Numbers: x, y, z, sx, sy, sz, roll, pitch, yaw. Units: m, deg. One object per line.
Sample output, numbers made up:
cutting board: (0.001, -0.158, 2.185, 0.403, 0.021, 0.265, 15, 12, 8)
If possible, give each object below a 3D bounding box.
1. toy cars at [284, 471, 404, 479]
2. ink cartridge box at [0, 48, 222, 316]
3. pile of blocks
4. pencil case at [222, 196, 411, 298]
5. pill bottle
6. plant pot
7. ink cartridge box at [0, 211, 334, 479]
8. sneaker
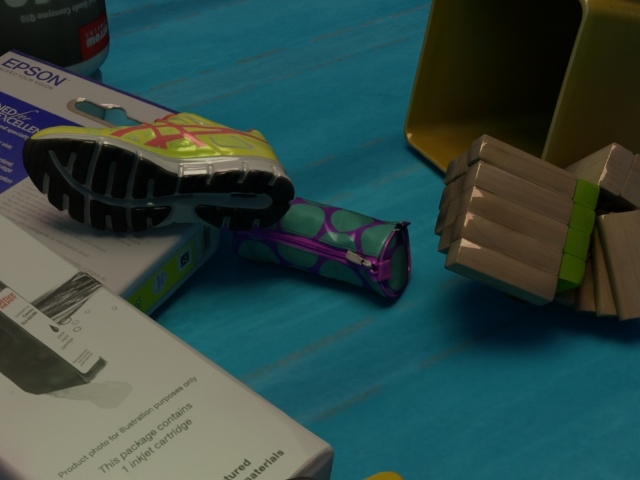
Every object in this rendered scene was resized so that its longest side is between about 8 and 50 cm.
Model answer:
toy cars: (0.042, 0.192, 0.462, 0.394, 0.176, 0.087, 18, 23, -41)
ink cartridge box: (-0.247, -0.030, 0.924, 0.304, 0.072, 0.307, 23, 41, 21)
pile of blocks: (0.246, -0.004, 0.900, 0.362, 0.149, 0.112, -4, -11, -20)
pencil case: (0.000, 0.000, 0.915, 0.152, 0.064, 0.070, 14, 12, 23)
pill bottle: (-0.301, -0.251, 1.118, 0.161, 0.283, 0.161, -1, 33, 1)
plant pot: (0.228, -0.151, 1.031, 0.187, 0.212, 0.212, -4, 30, -28)
ink cartridge box: (-0.140, 0.125, 0.569, 0.273, 0.197, 0.114, 32, 44, 27)
sneaker: (-0.129, -0.062, 0.869, 0.208, 0.081, 0.094, 8, 41, -18)
